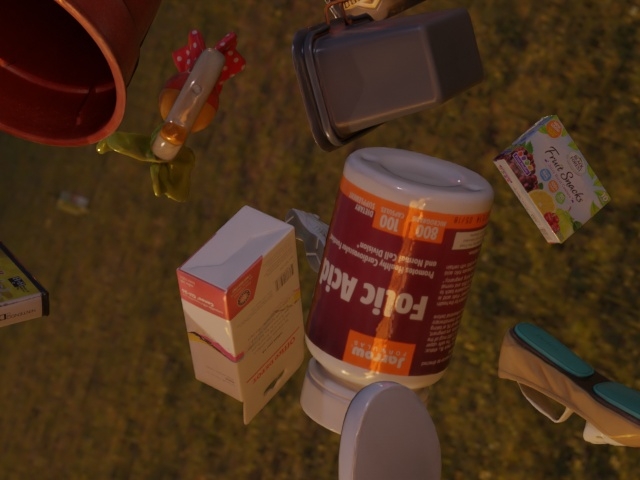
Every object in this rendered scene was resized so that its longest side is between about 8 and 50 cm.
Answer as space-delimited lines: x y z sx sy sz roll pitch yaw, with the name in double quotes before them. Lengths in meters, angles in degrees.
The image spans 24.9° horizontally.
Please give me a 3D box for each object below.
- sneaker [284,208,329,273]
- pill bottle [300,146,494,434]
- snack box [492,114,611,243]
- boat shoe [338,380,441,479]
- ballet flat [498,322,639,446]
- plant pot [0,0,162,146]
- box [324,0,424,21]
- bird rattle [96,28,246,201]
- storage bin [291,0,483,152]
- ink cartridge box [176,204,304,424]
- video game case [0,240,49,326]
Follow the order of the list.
"sneaker" 0.000 0.000 2.318 0.152 0.061 0.054 57 134 41
"pill bottle" 0.101 0.080 2.125 0.224 0.224 0.392 -125 45 -65
"snack box" 0.309 -0.081 1.932 0.100 0.141 0.037 -40 14 -18
"boat shoe" 0.041 0.200 1.025 0.076 0.080 0.229 17 125 53
"ballet flat" 0.279 0.168 1.515 0.232 0.080 0.073 35 115 39
"plant pot" -0.271 -0.287 1.512 0.272 0.272 0.265 -38 23 55
"box" 0.097 -0.520 2.371 0.295 0.293 0.073 -21 29 26
"bird rattle" -0.172 -0.182 1.967 0.253 0.143 0.207 -55 9 -15
"storage bin" 0.051 -0.125 0.998 0.091 0.098 0.135 -11 10 24
"ink cartridge box" -0.077 0.079 1.477 0.115 0.067 0.198 -45 -35 -36
"video game case" -0.478 0.041 1.653 0.275 0.248 0.035 37 133 46
